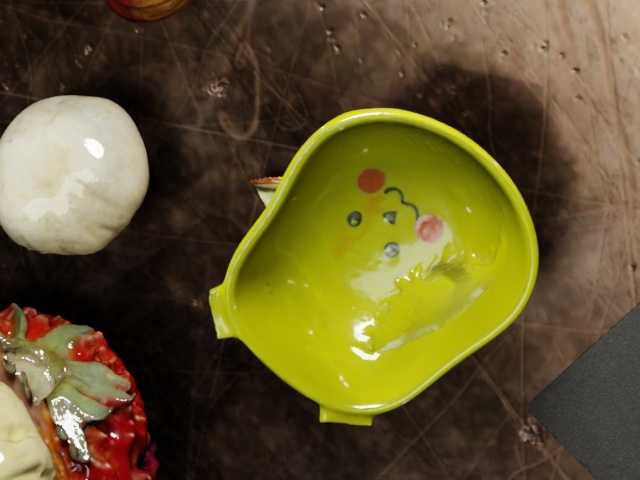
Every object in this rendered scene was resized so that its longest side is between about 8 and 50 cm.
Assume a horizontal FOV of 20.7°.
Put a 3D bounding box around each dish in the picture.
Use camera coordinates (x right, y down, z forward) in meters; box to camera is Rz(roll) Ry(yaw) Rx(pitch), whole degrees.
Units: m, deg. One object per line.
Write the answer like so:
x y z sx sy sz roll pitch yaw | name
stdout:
0.046 0.010 1.436 0.221 0.108 0.262 39 108 -10 | dish

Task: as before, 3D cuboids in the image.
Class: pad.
0.285 0.126 1.449 0.143 0.003 0.211 46 121 4 | pad

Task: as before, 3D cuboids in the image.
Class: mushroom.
-0.219 -0.055 1.563 0.154 0.122 0.154 -11 66 25 | mushroom

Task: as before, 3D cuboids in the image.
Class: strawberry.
-0.252 0.202 1.659 0.253 0.150 0.280 32 124 36 | strawberry

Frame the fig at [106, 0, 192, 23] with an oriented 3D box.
-0.125 -0.256 1.463 0.119 0.153 0.119 49 162 22 | fig

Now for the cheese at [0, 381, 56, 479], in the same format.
-0.320 0.224 1.555 0.214 0.117 0.226 37 131 28 | cheese

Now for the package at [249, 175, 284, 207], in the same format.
0.000 -0.002 1.522 0.108 0.031 0.121 -4 109 26 | package
